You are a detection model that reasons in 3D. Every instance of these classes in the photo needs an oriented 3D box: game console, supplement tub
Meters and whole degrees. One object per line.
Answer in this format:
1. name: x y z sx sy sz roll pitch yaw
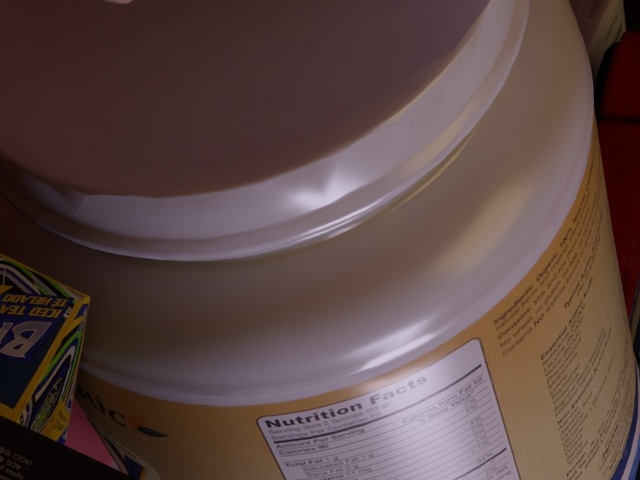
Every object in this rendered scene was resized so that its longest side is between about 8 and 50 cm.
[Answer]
1. game console: 0.183 0.075 1.088 0.386 0.060 0.342 37 62 -74
2. supplement tub: 0.000 0.000 0.711 0.228 0.228 0.316 -62 152 -28

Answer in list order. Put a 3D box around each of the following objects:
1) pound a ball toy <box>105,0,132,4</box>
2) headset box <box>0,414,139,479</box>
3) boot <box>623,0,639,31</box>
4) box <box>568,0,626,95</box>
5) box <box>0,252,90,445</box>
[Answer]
1. pound a ball toy: -0.066 -0.153 0.494 0.136 0.319 0.208 -164 -93 -72
2. headset box: -0.077 0.166 0.573 0.293 0.218 0.110 101 15 -64
3. boot: 0.302 -0.239 1.449 0.280 0.096 0.264 33 65 -72
4. box: 0.131 -0.095 1.111 0.102 0.087 0.101 -62 153 -28
5. box: -0.119 0.060 0.615 0.054 0.059 0.169 -63 178 -27
